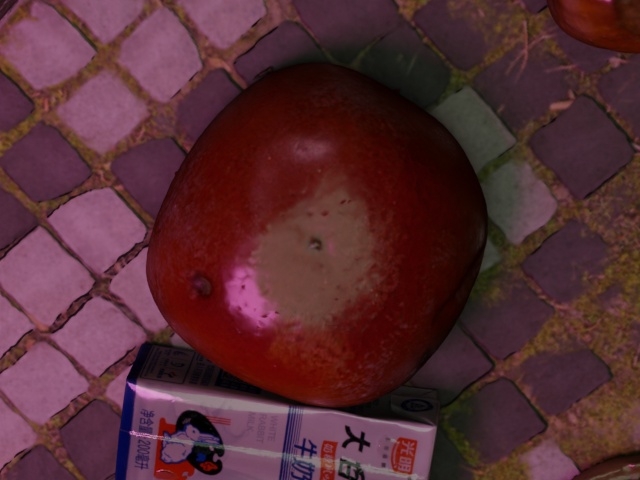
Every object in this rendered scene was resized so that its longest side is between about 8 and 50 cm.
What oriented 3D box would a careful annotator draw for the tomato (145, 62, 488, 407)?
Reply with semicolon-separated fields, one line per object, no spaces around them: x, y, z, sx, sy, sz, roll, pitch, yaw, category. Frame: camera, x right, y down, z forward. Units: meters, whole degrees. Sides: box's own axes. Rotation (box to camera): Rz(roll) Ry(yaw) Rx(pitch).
-0.006;-0.002;1.497;0.338;0.143;0.339;0;92;7;tomato

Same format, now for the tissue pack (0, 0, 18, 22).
-0.466;-0.288;1.461;0.370;0.198;0.210;43;109;-8;tissue pack

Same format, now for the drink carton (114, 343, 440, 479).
-0.042;0.201;1.623;0.314;0.106;0.131;10;109;2;drink carton

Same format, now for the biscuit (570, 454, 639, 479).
0.334;0.343;1.648;0.259;0.079;0.259;2;108;6;biscuit

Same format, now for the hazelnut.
0.272;-0.244;1.453;0.150;0.150;0.150;1;107;5;hazelnut
